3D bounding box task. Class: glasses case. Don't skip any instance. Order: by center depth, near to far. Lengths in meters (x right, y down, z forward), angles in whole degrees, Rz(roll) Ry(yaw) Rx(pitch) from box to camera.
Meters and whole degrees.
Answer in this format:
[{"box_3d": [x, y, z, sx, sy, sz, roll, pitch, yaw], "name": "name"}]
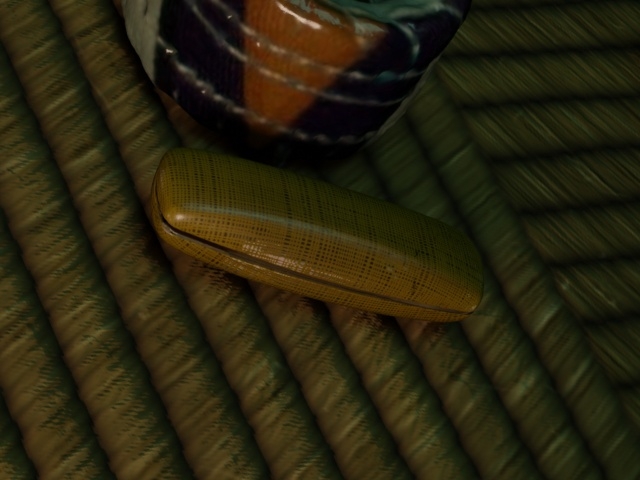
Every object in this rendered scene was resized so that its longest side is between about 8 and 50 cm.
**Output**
[{"box_3d": [0.000, 0.000, 1.286, 0.234, 0.064, 0.079, 16, 45, -21], "name": "glasses case"}]

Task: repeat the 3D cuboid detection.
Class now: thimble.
[{"box_3d": [-0.009, -0.175, 1.372, 0.237, 0.150, 0.237, 19, 44, -19], "name": "thimble"}]
